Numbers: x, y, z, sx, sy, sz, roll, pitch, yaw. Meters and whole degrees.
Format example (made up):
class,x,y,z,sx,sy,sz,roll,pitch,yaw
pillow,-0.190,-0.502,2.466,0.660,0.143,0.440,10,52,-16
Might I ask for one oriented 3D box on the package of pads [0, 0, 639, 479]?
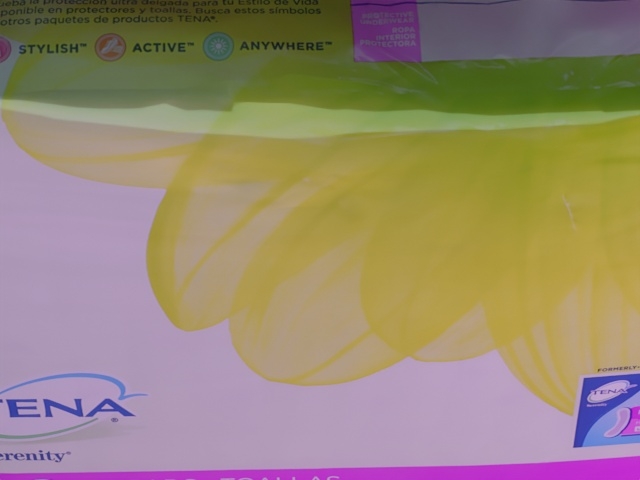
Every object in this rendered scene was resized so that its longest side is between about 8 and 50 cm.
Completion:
class,x,y,z,sx,sy,sz,roll,pitch,yaw
package of pads,0.000,0.000,0.519,0.296,0.101,0.229,-2,136,-1
